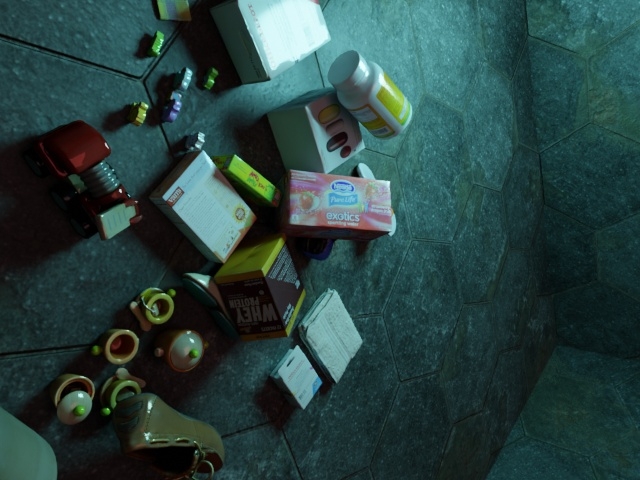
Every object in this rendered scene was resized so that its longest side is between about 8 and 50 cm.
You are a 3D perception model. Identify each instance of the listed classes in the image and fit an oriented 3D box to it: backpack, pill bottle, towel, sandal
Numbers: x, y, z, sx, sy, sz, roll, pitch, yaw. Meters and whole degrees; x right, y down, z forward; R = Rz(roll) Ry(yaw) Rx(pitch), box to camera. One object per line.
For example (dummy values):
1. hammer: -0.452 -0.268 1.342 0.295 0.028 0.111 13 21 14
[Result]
1. backpack: 0.000 0.000 1.450 0.120 0.098 0.101 -69 155 -19
2. pill bottle: 0.130 -0.389 1.300 0.245 0.136 0.136 32 71 -45
3. towel: -0.331 -0.527 1.095 0.083 0.009 0.060 -24 112 -43
4. towel: 0.040 0.308 1.564 0.187 0.049 0.282 -50 128 -31
5. sandal: 0.173 -0.132 1.653 0.102 0.076 0.265 -32 97 -57

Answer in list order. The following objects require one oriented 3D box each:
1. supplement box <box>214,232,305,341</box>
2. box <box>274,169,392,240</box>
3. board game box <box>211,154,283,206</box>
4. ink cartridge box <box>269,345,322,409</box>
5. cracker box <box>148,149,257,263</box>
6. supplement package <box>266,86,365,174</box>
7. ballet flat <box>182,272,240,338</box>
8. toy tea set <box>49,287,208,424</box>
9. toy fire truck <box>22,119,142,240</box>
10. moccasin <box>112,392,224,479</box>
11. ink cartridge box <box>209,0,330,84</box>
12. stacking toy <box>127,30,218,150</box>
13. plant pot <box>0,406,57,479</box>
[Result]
1. supplement box: -0.144 0.116 1.229 0.191 0.129 0.194 -66 142 -59
2. box: 0.034 -0.091 1.341 0.299 0.142 0.154 4 77 -20
3. board game box: -0.189 -0.148 1.230 0.181 0.092 0.043 38 67 -43
4. ink cartridge box: -0.078 0.398 1.434 0.104 0.061 0.181 -49 128 -33
5. cracker box: -0.274 -0.078 1.164 0.156 0.067 0.232 -57 132 -28
6. supplement package: -0.007 -0.309 1.370 0.203 0.149 0.194 -40 122 -39
7. ballet flat: -0.254 0.145 1.205 0.086 0.086 0.248 -53 135 -30
8. toy tea set: -0.389 0.264 1.032 0.336 0.124 0.200 -48 127 -33
9. toy fire truck: -0.410 -0.096 0.879 0.158 0.246 0.217 -45 125 -35
10. moccasin: -0.314 0.462 1.067 0.380 0.139 0.147 75 -3 -52
11. ink cartridge box: -0.120 -0.550 1.245 0.273 0.114 0.197 -47 127 -35
12. stacking toy: -0.323 -0.330 1.095 0.167 0.052 0.221 23 77 -47
13. plant pot: -0.580 0.368 0.738 0.323 0.323 0.280 -64 150 -21
